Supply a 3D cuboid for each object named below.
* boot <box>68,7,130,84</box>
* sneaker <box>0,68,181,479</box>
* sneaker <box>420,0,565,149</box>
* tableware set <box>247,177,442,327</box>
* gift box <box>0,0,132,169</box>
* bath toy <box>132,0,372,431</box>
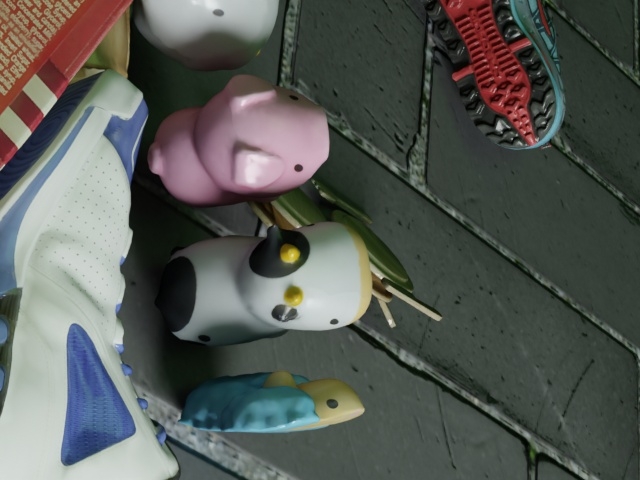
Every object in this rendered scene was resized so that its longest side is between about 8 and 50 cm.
[{"bbox_3d":[-0.169,-0.238,1.285,0.236,0.089,0.269,30,58,-88],"label":"boot"},{"bbox_3d":[-0.164,0.069,1.118,0.182,0.127,0.315,45,48,-33],"label":"sneaker"},{"bbox_3d":[0.154,-0.203,1.701,0.125,0.104,0.261,3,72,-70],"label":"sneaker"},{"bbox_3d":[0.000,0.000,1.402,0.194,0.039,0.128,31,19,-49],"label":"tableware set"},{"bbox_3d":[-0.294,-0.111,0.935,0.255,0.258,0.276,52,58,-22],"label":"gift box"},{"bbox_3d":[-0.054,-0.045,1.242,0.129,0.151,0.348,19,60,-75],"label":"bath toy"}]
